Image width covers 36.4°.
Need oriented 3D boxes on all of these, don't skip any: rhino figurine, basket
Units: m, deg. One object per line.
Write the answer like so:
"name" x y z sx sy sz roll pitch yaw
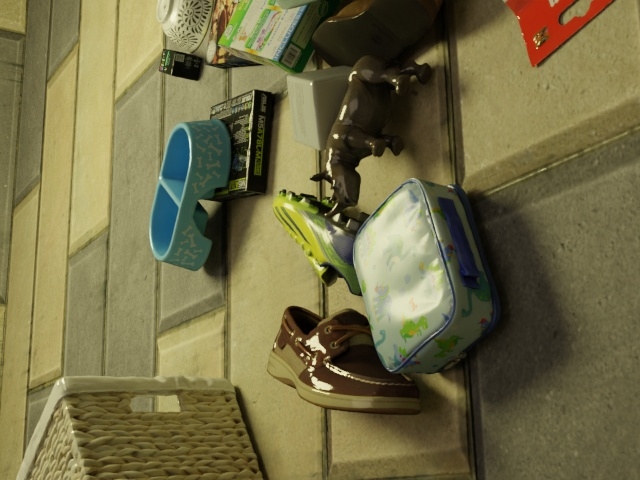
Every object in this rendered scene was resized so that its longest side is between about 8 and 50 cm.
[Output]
"rhino figurine" 0.057 -0.143 1.332 0.106 0.073 0.243 25 94 38
"basket" -0.300 0.423 1.608 0.266 0.328 0.331 56 129 44

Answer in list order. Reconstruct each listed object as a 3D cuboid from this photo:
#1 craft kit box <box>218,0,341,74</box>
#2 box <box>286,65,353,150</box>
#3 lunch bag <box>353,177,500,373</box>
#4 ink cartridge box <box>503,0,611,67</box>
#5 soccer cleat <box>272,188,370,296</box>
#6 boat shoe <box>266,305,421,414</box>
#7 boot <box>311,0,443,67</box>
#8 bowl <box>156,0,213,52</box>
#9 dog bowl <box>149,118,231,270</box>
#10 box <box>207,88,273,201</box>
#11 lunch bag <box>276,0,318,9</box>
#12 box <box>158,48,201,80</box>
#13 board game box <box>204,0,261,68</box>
"craft kit box" -0.046 -0.401 1.578 0.246 0.061 0.250 32 94 55
"box" 0.017 -0.194 1.408 0.087 0.102 0.101 29 130 59
"lunch bag" 0.129 0.044 1.196 0.176 0.090 0.219 -51 42 43
"ink cartridge box" 0.259 -0.349 1.111 0.189 0.066 0.232 -41 45 48
"soccer cleat" -0.001 0.000 1.426 0.289 0.093 0.121 28 110 58
"boat shoe" 0.026 0.153 1.321 0.342 0.123 0.123 -168 85 -66
"boot" 0.091 -0.318 1.377 0.115 0.112 0.305 -58 18 -21
"bowl" -0.299 -0.490 2.067 0.170 0.080 0.170 -20 67 57
"dog bowl" -0.248 -0.085 1.807 0.166 0.074 0.297 46 126 52
"box" -0.153 -0.168 1.774 0.190 0.045 0.184 -7 80 59
"lunch bag" 0.047 -0.424 1.310 0.279 0.108 0.224 -7 42 43
"box" -0.296 -0.371 2.049 0.083 0.062 0.052 29 109 58
"board game box" -0.138 -0.408 1.810 0.243 0.042 0.165 12 93 60
